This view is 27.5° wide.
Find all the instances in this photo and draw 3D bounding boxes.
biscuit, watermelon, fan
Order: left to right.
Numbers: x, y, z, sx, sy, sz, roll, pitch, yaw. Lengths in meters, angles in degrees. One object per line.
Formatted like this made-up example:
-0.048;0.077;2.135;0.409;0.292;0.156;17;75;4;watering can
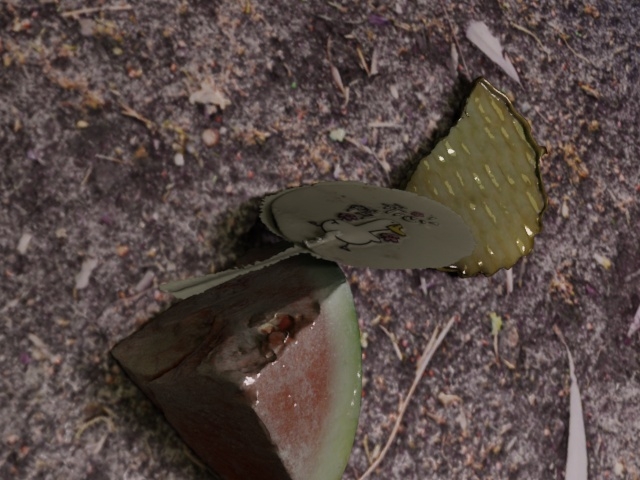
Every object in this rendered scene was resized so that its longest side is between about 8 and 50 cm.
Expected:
-0.060;0.135;1.306;0.232;0.193;0.310;24;73;-44;watermelon
0.000;-0.001;1.322;0.415;0.233;0.012;-21;125;-49;fan
0.190;-0.054;1.572;0.187;0.036;0.273;45;56;-9;biscuit
